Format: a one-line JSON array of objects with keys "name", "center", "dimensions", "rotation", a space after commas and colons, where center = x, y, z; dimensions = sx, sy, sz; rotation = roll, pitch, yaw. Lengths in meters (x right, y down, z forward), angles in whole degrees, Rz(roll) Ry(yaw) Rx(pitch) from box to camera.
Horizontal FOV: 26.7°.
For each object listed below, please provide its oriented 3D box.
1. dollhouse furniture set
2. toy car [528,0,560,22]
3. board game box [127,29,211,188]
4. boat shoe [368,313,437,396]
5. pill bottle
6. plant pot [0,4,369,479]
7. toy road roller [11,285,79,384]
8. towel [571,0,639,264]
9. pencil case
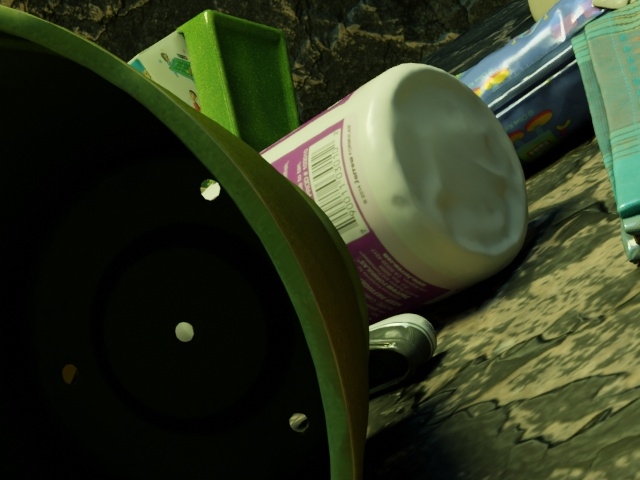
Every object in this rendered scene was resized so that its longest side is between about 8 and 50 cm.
[{"name": "dollhouse furniture set", "center": [-0.048, -0.081, 1.294], "dimensions": [0.197, 0.151, 0.301], "rotation": [-27, -23, 38]}, {"name": "toy car", "center": [0.341, -0.283, 1.358], "dimensions": [0.237, 0.219, 0.210], "rotation": [-1, -10, -7]}, {"name": "board game box", "center": [-0.165, -0.056, 1.571], "dimensions": [0.224, 0.303, 0.097], "rotation": [-30, 10, 38]}, {"name": "boat shoe", "center": [0.015, 0.089, 0.915], "dimensions": [0.142, 0.049, 0.040], "rotation": [-28, 12, 35]}, {"name": "pill bottle", "center": [0.000, 0.000, 1.054], "dimensions": [0.301, 0.169, 0.169], "rotation": [-29, 11, 40]}, {"name": "plant pot", "center": [-0.123, 0.074, 0.691], "dimensions": [0.366, 0.366, 0.353], "rotation": [-34, -4, 14]}, {"name": "toy road roller", "center": [-0.278, 0.141, 0.964], "dimensions": [0.202, 0.329, 0.241], "rotation": [9, 67, 37]}, {"name": "towel", "center": [0.324, -0.157, 0.817], "dimensions": [0.370, 0.040, 0.271], "rotation": [-32, 27, 23]}, {"name": "pencil case", "center": [0.203, -0.146, 1.202], "dimensions": [0.306, 0.119, 0.133], "rotation": [-34, -14, 22]}]
